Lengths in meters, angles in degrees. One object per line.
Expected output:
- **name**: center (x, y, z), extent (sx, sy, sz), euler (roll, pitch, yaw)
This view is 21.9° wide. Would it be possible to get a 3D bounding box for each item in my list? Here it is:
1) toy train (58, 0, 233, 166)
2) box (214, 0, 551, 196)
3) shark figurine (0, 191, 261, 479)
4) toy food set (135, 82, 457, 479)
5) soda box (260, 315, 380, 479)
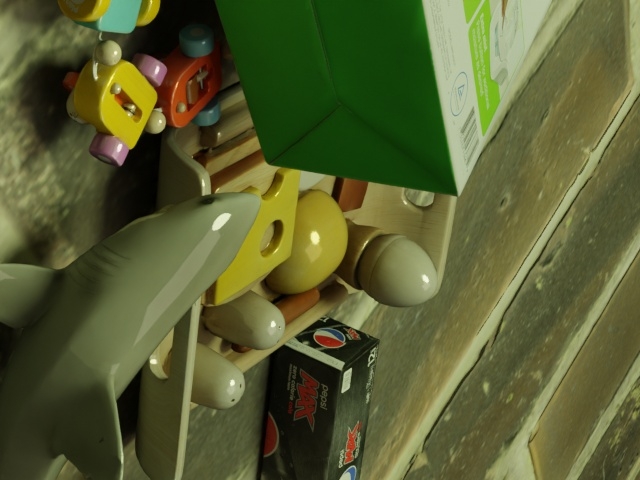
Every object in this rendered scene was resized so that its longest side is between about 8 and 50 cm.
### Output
- **toy train**: center (-0.094, -0.111, 0.840), extent (0.125, 0.046, 0.166), euler (-54, 153, -37)
- **box**: center (0.044, -0.198, 0.868), extent (0.262, 0.126, 0.231), euler (73, 35, -47)
- **shark figurine**: center (-0.124, 0.109, 0.864), extent (0.166, 0.116, 0.278), euler (-5, 129, -36)
- **toy food set**: center (0.000, 0.000, 1.050), extent (0.306, 0.092, 0.220), euler (-34, 140, -49)
- **soda box**: center (-0.003, 0.140, 1.197), extent (0.053, 0.060, 0.169), euler (-34, 139, -50)
